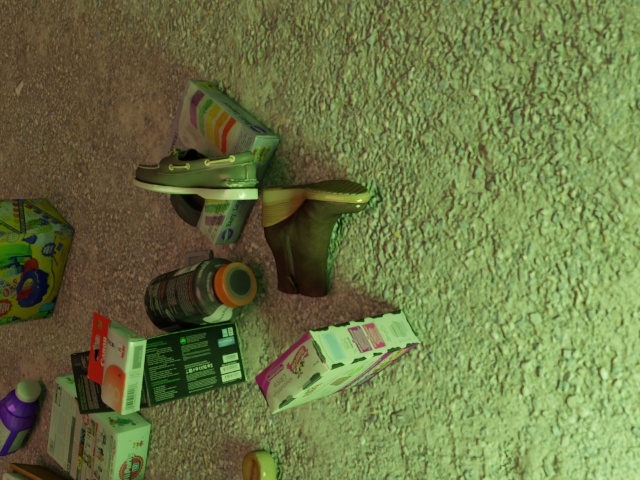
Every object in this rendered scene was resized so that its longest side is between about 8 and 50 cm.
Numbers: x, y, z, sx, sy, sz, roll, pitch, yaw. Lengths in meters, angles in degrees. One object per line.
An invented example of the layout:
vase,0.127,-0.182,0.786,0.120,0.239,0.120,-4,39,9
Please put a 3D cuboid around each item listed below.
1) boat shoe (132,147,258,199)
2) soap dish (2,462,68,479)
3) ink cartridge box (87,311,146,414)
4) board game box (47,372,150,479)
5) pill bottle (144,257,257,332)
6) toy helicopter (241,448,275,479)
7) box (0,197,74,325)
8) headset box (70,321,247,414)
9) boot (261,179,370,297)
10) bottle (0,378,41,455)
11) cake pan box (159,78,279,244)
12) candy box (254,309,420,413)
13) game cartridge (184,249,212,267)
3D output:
boat shoe,-0.242,-0.132,1.462,0.305,0.109,0.091,8,99,36
soap dish,-0.779,0.778,2.121,0.229,0.118,0.290,4,97,42
ink cartridge box,-0.401,0.227,1.439,0.179,0.045,0.145,17,104,38
board game box,-0.560,0.495,1.909,0.303,0.098,0.223,25,112,40
pill bottle,-0.240,0.109,1.553,0.246,0.131,0.130,-17,83,42
toy helicopter,-0.107,0.598,1.511,0.235,0.140,0.354,-34,61,48
box,-0.840,0.059,1.996,0.177,0.279,0.289,39,120,33
headset box,-0.343,0.267,1.587,0.283,0.246,0.131,-17,82,43
boot,0.000,0.000,1.376,0.249,0.090,0.206,2,107,41
bottle,-0.885,0.508,2.208,0.118,0.092,0.282,53,125,24
cake pan box,-0.222,-0.157,1.555,0.246,0.070,0.266,45,122,32
candy box,0.030,0.194,1.246,0.159,0.234,0.071,-44,66,36
game cartridge,-0.261,0.050,1.645,0.083,0.017,0.055,-5,88,43
